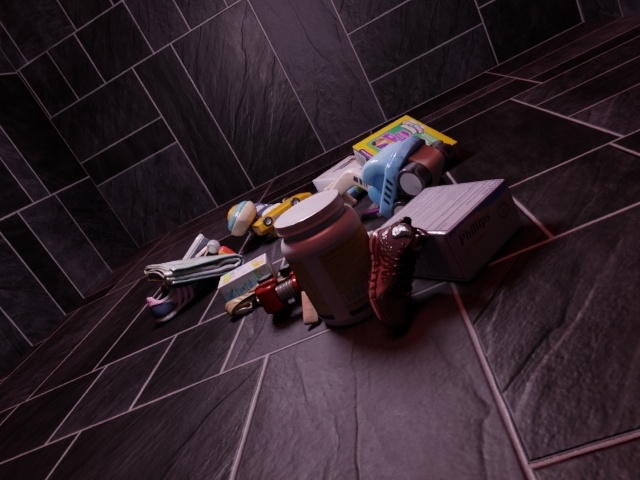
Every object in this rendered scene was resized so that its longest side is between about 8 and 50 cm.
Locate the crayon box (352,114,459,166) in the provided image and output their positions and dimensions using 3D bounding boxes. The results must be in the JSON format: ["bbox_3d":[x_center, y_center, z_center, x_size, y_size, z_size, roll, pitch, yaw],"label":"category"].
[{"bbox_3d":[0.369,-0.386,2.079,0.312,0.106,0.363,-31,42,-10],"label":"crayon box"}]

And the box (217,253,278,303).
[{"bbox_3d":[-0.270,0.153,1.784,0.203,0.103,0.114,-28,18,4],"label":"box"}]

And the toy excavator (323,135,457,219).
[{"bbox_3d":[0.216,-0.217,1.714,0.445,0.433,0.222,32,53,25],"label":"toy excavator"}]

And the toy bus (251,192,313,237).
[{"bbox_3d":[-0.176,-0.122,2.345,0.332,0.130,0.108,-37,21,-24],"label":"toy bus"}]

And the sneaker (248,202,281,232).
[{"bbox_3d":[-0.273,-0.144,2.589,0.236,0.130,0.323,-15,18,16],"label":"sneaker"}]

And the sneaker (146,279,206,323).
[{"bbox_3d":[-0.634,0.224,2.094,0.112,0.131,0.319,-18,20,33],"label":"sneaker"}]

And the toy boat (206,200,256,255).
[{"bbox_3d":[-0.434,-0.062,2.336,0.319,0.148,0.267,-62,4,-2],"label":"toy boat"}]

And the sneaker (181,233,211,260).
[{"bbox_3d":[-0.665,0.130,2.443,0.321,0.127,0.126,-54,13,1],"label":"sneaker"}]

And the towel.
[{"bbox_3d":[-0.583,0.124,2.168,0.374,0.090,0.320,-10,5,-37],"label":"towel"}]

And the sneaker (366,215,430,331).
[{"bbox_3d":[0.193,0.061,1.113,0.162,0.106,0.282,-41,42,44],"label":"sneaker"}]

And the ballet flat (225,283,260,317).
[{"bbox_3d":[-0.239,0.211,1.670,0.206,0.073,0.067,-32,45,-2],"label":"ballet flat"}]

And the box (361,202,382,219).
[{"bbox_3d":[0.253,-0.142,1.917,0.116,0.029,0.162,-11,27,42],"label":"box"}]

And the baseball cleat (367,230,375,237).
[{"bbox_3d":[0.214,0.003,1.547,0.205,0.072,0.110,-19,33,41],"label":"baseball cleat"}]

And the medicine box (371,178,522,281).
[{"bbox_3d":[0.339,-0.029,1.285,0.263,0.149,0.289,-38,20,-27],"label":"medicine box"}]

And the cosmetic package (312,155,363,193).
[{"bbox_3d":[0.161,-0.364,2.558,0.284,0.098,0.377,-38,20,-19],"label":"cosmetic package"}]

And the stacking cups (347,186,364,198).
[{"bbox_3d":[0.128,-0.213,2.176,0.095,0.096,0.316,-13,25,40],"label":"stacking cups"}]

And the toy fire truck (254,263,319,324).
[{"bbox_3d":[-0.085,0.169,1.439,0.216,0.159,0.246,-27,8,5],"label":"toy fire truck"}]

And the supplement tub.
[{"bbox_3d":[0.034,0.045,1.269,0.228,0.317,0.228,-26,18,9],"label":"supplement tub"}]
